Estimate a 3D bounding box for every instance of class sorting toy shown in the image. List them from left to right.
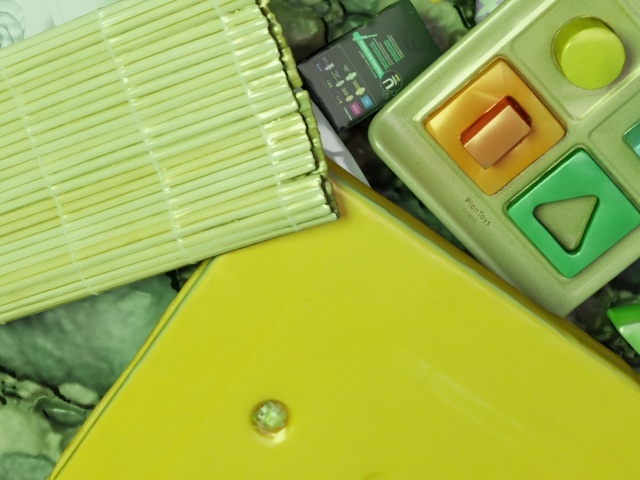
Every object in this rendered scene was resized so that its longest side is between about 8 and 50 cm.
[{"bbox_3d":[0.155,-0.064,0.815,0.196,0.047,0.347,-42,104,10],"label":"sorting toy"}]

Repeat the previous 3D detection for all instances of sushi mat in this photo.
[{"bbox_3d":[-0.153,-0.038,0.771,0.317,0.019,0.151,-17,100,19],"label":"sushi mat"}]

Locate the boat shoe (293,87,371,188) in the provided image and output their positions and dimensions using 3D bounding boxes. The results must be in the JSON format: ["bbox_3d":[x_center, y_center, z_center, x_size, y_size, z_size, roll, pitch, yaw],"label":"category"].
[{"bbox_3d":[0.000,0.000,0.852,0.076,0.080,0.228,-32,104,-8],"label":"boat shoe"}]

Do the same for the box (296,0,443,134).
[{"bbox_3d":[0.027,-0.108,0.856,0.083,0.062,0.052,-34,98,-7],"label":"box"}]

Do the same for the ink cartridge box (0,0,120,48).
[{"bbox_3d":[-0.200,-0.077,0.826,0.224,0.045,0.223,-35,97,-7],"label":"ink cartridge box"}]

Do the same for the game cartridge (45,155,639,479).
[{"bbox_3d":[0.034,0.140,0.833,0.324,0.052,0.285,34,104,-11],"label":"game cartridge"}]

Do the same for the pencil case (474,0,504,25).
[{"bbox_3d":[0.143,-0.228,0.861,0.086,0.088,0.206,2,92,-3],"label":"pencil case"}]
